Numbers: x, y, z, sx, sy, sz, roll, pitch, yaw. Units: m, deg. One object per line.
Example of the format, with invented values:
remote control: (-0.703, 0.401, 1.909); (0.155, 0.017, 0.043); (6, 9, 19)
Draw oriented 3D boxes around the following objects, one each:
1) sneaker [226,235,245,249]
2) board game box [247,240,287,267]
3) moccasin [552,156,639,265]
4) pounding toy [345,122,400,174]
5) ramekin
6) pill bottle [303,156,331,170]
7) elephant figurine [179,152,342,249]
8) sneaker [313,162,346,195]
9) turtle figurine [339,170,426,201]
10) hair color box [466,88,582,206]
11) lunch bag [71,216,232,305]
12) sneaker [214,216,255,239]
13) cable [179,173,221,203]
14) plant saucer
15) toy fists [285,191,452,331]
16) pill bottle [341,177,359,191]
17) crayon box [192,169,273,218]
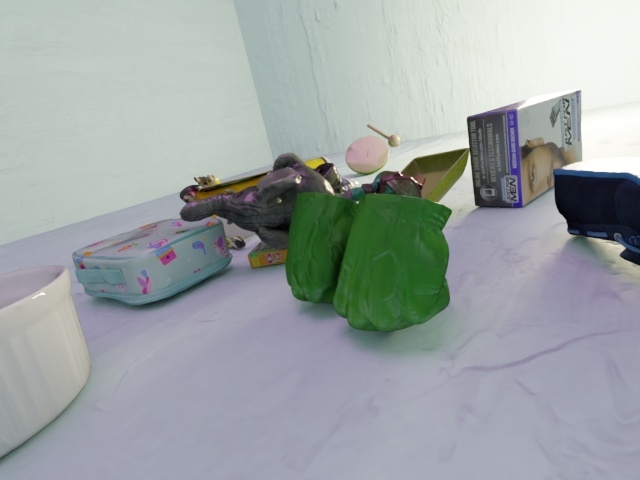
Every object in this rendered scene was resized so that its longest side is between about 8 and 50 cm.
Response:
sneaker: (-0.194, 0.001, 0.944); (0.035, 0.031, 0.083); (-24, 19, -36)
board game box: (0.000, 0.000, 0.786); (0.260, 0.039, 0.124); (-12, 16, 14)
moccasin: (0.376, -0.024, 0.423); (0.138, 0.116, 0.342); (-10, 12, 9)
pounding toy: (0.219, -0.358, 1.721); (0.183, 0.110, 0.236); (29, 75, 25)
ramekin: (-0.396, 0.139, 0.425); (0.278, 0.135, 0.277); (-12, 15, 3)
pill bottle: (-0.063, -0.234, 1.510); (0.209, 0.119, 0.119); (-20, 17, -22)
elephant figurine: (-0.092, -0.059, 0.746); (0.186, 0.169, 0.239); (-32, 1, 35)
sneaker: (-0.016, -0.070, 0.985); (0.087, 0.130, 0.227); (15, 59, 50)
turtle figurine: (0.112, -0.056, 0.655); (0.176, 0.118, 0.234); (14, 26, -12)
hair color box: (0.452, -0.206, 0.866); (0.339, 0.184, 0.110); (-25, 21, -35)
lunch bag: (-0.333, 0.038, 0.787); (0.280, 0.107, 0.224); (-2, 22, 37)
sneaker: (-0.248, -0.033, 1.045); (0.213, 0.080, 0.094); (-13, 4, 3)
cable: (-0.332, -0.143, 1.280); (0.140, 0.072, 0.287); (-36, -14, 12)
plant saucer: (0.209, -0.109, 0.857); (0.188, 0.045, 0.188); (-47, 20, -13)
toy fists: (0.041, 0.022, 0.487); (0.096, 0.142, 0.279); (15, -1, -33)
pill bottle: (0.060, -0.148, 1.201); (0.067, 0.066, 0.120); (3, 22, 45)
crayon box: (-0.262, -0.107, 1.159); (0.203, 0.081, 0.319); (-20, 2, -24)
